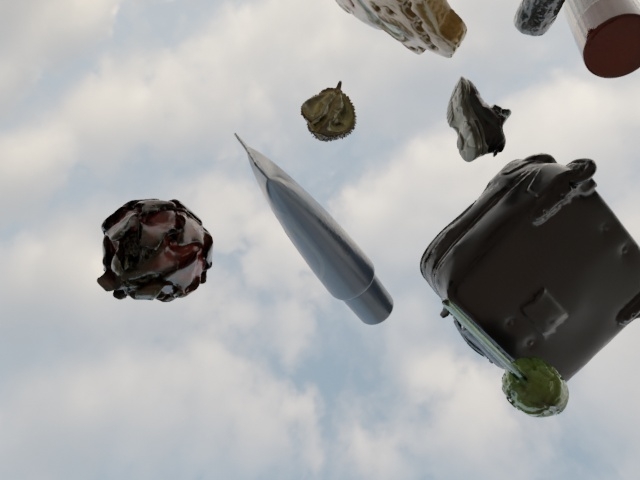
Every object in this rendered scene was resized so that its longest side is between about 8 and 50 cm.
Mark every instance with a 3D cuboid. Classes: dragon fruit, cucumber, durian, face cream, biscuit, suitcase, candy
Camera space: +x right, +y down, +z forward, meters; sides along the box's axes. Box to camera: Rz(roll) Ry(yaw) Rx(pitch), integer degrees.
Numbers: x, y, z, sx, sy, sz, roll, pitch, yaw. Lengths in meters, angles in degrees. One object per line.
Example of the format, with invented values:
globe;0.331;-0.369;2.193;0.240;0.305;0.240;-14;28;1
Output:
dragon fruit;-0.256;0.017;0.747;0.182;0.182;0.188;-25;-129;10
cucumber;0.343;-0.371;0.728;0.064;0.112;0.064;0;-108;-1
durian;0.013;-0.244;0.922;0.110;0.071;0.140;25;-113;-16
face cream;0.000;0.000;0.729;0.086;0.385;0.135;-38;-145;2
biscuit;0.050;-0.271;0.509;0.035;0.184;0.249;-49;-131;9
suitcase;0.379;0.064;0.832;0.345;0.188;0.339;41;-86;-22
face cream;0.450;-0.344;0.751;0.096;0.095;0.214;2;-137;17
candy;0.256;0.164;0.669;0.092;0.335;0.093;-26;-139;31

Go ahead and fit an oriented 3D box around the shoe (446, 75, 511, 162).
shoe;0.282;-0.211;0.822;0.100;0.071;0.169;-2;-116;-6
